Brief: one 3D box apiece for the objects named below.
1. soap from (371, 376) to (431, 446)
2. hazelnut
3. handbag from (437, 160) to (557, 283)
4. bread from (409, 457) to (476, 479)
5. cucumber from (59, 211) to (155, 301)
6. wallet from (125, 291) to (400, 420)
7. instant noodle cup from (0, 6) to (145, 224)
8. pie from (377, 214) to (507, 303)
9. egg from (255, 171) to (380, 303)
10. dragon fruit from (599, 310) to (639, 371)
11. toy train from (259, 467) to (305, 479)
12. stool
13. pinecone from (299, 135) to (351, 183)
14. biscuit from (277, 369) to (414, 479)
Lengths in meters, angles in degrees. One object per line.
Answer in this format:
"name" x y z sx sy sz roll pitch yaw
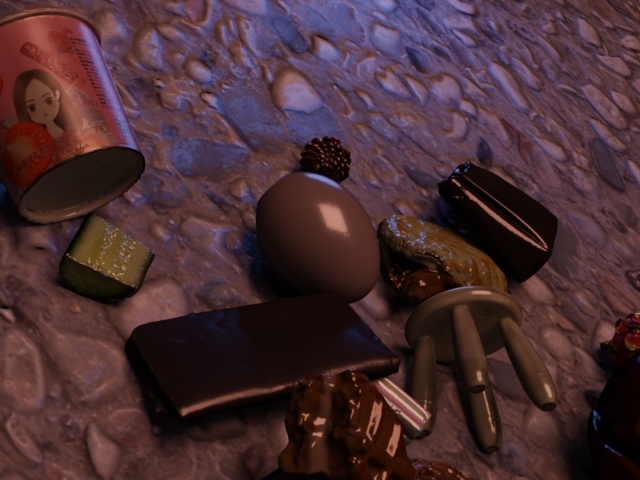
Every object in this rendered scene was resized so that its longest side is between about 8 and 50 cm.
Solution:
"soap" 0.074 0.248 1.519 0.149 0.100 0.056 39 34 3
"hazelnut" 0.661 0.315 1.701 0.429 0.402 0.402 14 42 -48
"handbag" 0.350 -0.050 2.030 0.257 0.113 0.285 43 21 3
"bread" 0.155 0.401 1.408 0.230 0.123 0.230 21 42 -20
"cucumber" -0.307 0.031 1.459 0.116 0.062 0.115 35 38 -17
"wallet" -0.083 0.158 1.459 0.377 0.051 0.197 -7 36 -34
"instant noodle cup" -0.385 -0.169 1.478 0.243 0.243 0.231 -10 66 -46
"pie" 0.223 0.041 1.868 0.274 0.105 0.257 19 30 -27
"egg" 0.000 0.000 1.657 0.232 0.176 0.176 52 37 4
"dragon fruit" 0.643 0.228 2.015 0.236 0.135 0.137 34 32 -43
"toy train" -0.047 0.340 1.328 0.409 0.086 0.089 -22 72 -50
"stool" 0.247 0.203 1.637 0.195 0.195 0.199 16 44 -28
"pinecone" 0.006 -0.149 1.889 0.102 0.102 0.109 21 21 -22
"biscuit" 0.005 0.358 1.222 0.268 0.115 0.366 53 52 -38
